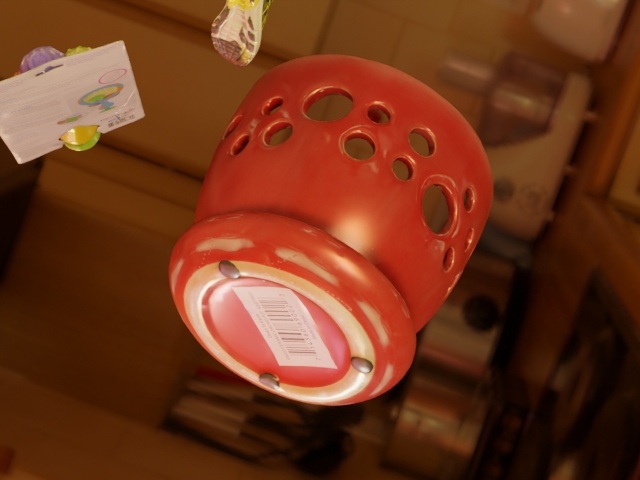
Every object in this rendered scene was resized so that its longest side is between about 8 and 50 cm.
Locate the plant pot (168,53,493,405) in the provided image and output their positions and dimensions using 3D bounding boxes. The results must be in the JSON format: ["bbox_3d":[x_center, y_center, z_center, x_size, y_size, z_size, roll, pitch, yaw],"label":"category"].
[{"bbox_3d":[0.000,0.000,0.951,0.174,0.191,0.191,-60,-6,-37],"label":"plant pot"}]

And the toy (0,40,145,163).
[{"bbox_3d":[-0.244,-0.143,1.332,0.237,0.137,0.056,94,154,-76],"label":"toy"}]

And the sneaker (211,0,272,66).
[{"bbox_3d":[-0.038,-0.136,0.819,0.035,0.031,0.083,-46,-17,-41],"label":"sneaker"}]
